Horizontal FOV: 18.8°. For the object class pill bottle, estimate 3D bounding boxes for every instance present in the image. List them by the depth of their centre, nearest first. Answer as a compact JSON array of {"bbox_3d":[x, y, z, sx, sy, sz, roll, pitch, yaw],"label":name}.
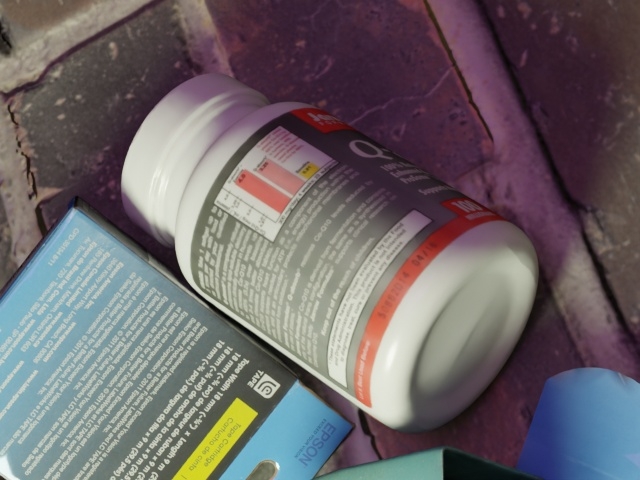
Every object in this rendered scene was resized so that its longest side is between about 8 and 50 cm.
[{"bbox_3d":[0.000,0.000,1.757,0.363,0.210,0.210,33,88,30],"label":"pill bottle"}]

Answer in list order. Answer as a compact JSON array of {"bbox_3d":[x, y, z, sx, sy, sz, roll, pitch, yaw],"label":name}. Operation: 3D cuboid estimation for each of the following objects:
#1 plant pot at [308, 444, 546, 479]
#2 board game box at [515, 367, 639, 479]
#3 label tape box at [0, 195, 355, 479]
[{"bbox_3d":[0.055,0.284,1.661,0.234,0.165,0.165,-12,67,37],"label":"plant pot"},{"bbox_3d":[0.241,0.196,1.676,0.133,0.033,0.169,21,94,34],"label":"board game box"},{"bbox_3d":[-0.174,0.156,1.818,0.333,0.106,0.241,39,90,-10],"label":"label tape box"}]
